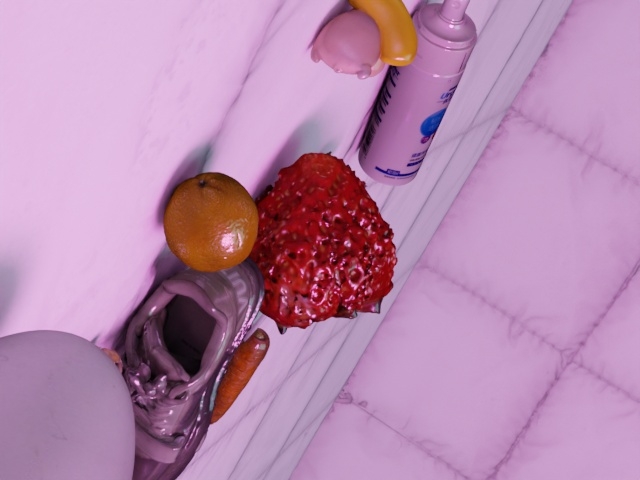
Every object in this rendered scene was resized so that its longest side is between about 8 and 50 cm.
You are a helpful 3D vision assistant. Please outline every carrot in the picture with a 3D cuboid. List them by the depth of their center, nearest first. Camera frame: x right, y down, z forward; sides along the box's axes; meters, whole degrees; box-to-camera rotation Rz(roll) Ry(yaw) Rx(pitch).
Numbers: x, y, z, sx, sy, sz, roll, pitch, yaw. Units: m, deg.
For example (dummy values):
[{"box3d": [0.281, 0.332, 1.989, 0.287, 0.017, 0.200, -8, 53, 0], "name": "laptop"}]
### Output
[{"box3d": [-0.126, 0.200, 1.563, 0.191, 0.047, 0.047, -58, 170, 33], "name": "carrot"}]

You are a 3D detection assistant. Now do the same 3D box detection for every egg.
[{"box3d": [-0.220, 0.174, 0.688, 0.264, 0.183, 0.183, -58, 171, -30], "name": "egg"}]

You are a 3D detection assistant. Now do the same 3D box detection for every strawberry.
[{"box3d": [0.000, 0.000, 1.194, 0.184, 0.187, 0.201, -111, -154, -71], "name": "strawberry"}]

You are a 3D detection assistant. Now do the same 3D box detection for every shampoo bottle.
[{"box3d": [0.132, -0.204, 1.401, 0.092, 0.092, 0.303, -47, 166, -42], "name": "shampoo bottle"}]

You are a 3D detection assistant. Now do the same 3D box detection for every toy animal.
[{"box3d": [0.046, -0.195, 1.078, 0.114, 0.091, 0.082, -54, -177, -22], "name": "toy animal"}]

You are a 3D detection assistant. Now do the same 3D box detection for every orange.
[{"box3d": [-0.097, -0.018, 0.948, 0.085, 0.085, 0.095, -48, 147, -38], "name": "orange"}]

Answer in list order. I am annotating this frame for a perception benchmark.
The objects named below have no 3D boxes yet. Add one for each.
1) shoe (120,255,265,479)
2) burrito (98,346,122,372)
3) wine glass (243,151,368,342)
[{"box3d": [-0.165, 0.142, 1.065, 0.293, 0.109, 0.149, -62, 164, 11], "name": "shoe"}, {"box3d": [-0.245, 0.207, 0.992, 0.226, 0.060, 0.087, -64, 173, 26], "name": "burrito"}, {"box3d": [-0.044, 0.016, 1.324, 0.262, 0.074, 0.074, -54, 169, -6], "name": "wine glass"}]
